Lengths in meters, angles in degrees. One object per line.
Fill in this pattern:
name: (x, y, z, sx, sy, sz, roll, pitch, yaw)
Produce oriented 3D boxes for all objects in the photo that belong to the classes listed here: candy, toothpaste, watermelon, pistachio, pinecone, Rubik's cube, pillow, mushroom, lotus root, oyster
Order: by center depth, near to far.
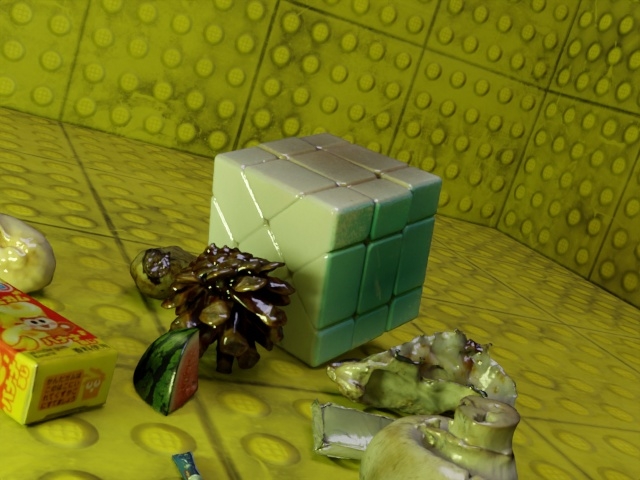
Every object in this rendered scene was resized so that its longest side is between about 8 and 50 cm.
mushroom: (0.147, 0.289, 1.004, 0.189, 0.195, 0.254, 5, 14, -34)
toothpaste: (-0.159, 0.278, 1.022, 0.027, 0.019, 0.083, -6, 17, -23)
candy: (-0.417, 0.135, 1.119, 0.276, 0.088, 0.146, 24, 15, 30)
watermelon: (-0.212, 0.201, 1.208, 0.094, 0.125, 0.135, 46, 26, -36)
pillow: (0.085, 0.291, 1.226, 0.208, 0.053, 0.119, 16, 16, -9)
pinecone: (-0.146, 0.109, 1.358, 0.202, 0.201, 0.229, 17, 8, 15)
pistachio: (-0.517, 0.027, 1.408, 0.200, 0.117, 0.145, 21, -28, 47)
oyster: (0.179, 0.237, 1.425, 0.337, 0.133, 0.198, 9, 17, -29)
lotus root: (-0.292, 0.061, 1.616, 0.110, 0.097, 0.258, 27, 5, 6)
Rubik's cube: (0.000, 0.000, 1.618, 0.319, 0.322, 0.316, 27, 30, 36)
